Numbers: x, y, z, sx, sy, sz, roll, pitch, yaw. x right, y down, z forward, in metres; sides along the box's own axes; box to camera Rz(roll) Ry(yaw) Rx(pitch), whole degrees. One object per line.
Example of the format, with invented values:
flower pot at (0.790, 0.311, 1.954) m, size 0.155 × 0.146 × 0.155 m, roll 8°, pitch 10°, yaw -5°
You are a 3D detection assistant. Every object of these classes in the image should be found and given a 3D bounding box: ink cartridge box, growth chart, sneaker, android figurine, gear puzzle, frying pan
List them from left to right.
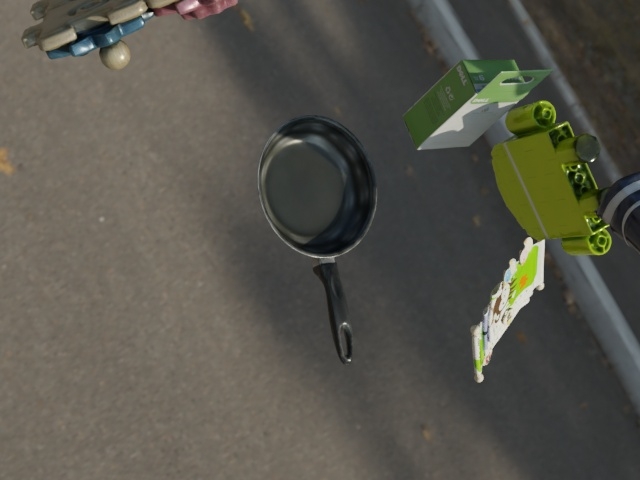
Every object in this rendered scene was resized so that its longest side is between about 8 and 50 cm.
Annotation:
gear puzzle at (-0.137, -0.210, 0.909) m, size 0.339 × 0.175 × 0.044 m, roll -108°, pitch 177°, yaw -64°
frying pan at (0.020, -0.016, 1.577) m, size 0.197 × 0.053 × 0.326 m, roll -33°, pitch 103°, yaw -33°
ink cartridge box at (0.225, -0.212, 1.656) m, size 0.109 × 0.209 × 0.062 m, roll -6°, pitch 67°, yaw -36°
growth chart at (0.308, 0.101, 1.873) m, size 0.237 × 0.021 × 0.172 m, roll -51°, pitch 149°, yaw -23°
android figurine at (0.348, -0.087, 1.720) m, size 0.248 × 0.056 × 0.273 m, roll 64°, pitch -17°, yaw -5°
sneaker at (0.453, -0.002, 1.477) m, size 0.282 × 0.099 × 0.153 m, roll 28°, pitch 22°, yaw -55°
